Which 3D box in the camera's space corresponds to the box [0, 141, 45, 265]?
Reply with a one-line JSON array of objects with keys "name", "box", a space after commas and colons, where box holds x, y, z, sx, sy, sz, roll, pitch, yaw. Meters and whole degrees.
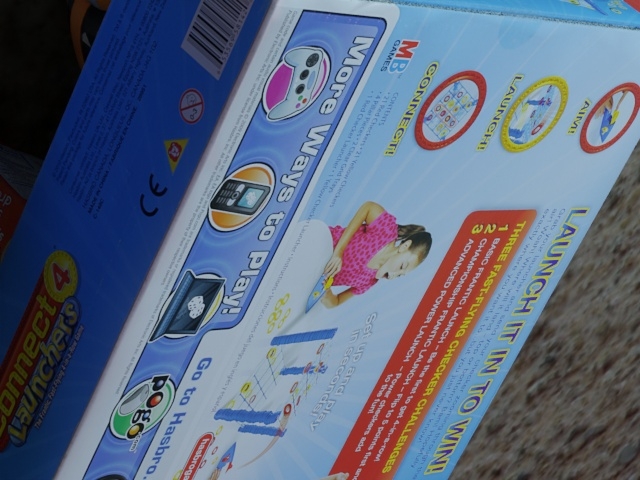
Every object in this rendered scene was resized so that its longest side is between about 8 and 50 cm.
[{"name": "box", "box": [-0.119, 0.048, 1.027, 0.123, 0.128, 0.257, -53, 147, 10]}]

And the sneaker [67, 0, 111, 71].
[{"name": "sneaker", "box": [0.017, -0.144, 0.996, 0.321, 0.125, 0.180, -21, 146, -15]}]

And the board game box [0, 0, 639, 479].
[{"name": "board game box", "box": [0.000, 0.000, 0.913, 0.302, 0.086, 0.308, -1, 126, -48]}]
